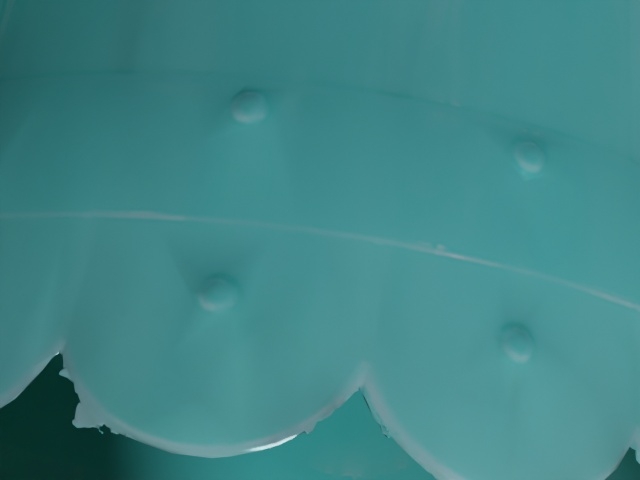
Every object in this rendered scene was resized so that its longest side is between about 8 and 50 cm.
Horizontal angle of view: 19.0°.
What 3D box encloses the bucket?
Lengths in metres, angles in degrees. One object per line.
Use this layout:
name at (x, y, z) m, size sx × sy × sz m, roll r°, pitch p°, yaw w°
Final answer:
bucket at (0.000, 0.000, 0.499) m, size 0.281 × 0.183 × 0.281 m, roll 6°, pitch 161°, yaw 2°
